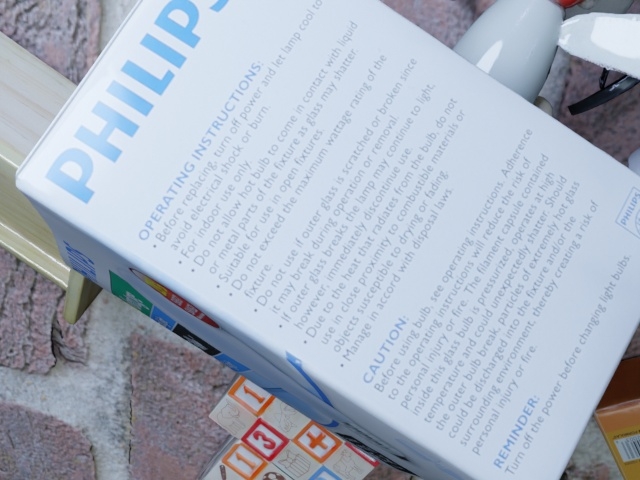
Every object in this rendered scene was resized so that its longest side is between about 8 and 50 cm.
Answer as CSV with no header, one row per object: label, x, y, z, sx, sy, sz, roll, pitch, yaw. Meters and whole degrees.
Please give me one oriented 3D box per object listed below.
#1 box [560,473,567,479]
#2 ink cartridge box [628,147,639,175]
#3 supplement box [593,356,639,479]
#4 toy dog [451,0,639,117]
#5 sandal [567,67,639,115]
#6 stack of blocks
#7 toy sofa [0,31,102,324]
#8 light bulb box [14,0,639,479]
box,0.204,0.353,1.025,0.136,0.036,0.225,5,119,16
ink cartridge box,0.372,0.067,0.709,0.129,0.223,0.307,-26,106,28
supplement box,0.346,0.231,0.889,0.080,0.078,0.233,-19,109,23
toy dog,0.248,-0.197,0.634,0.161,0.220,0.333,37,127,-22
sandal,0.272,-0.164,0.721,0.179,0.067,0.040,-38,90,24
stack of blocks,-0.032,0.209,0.997,0.171,0.087,0.297,37,122,-2
toy sofa,-0.338,-0.096,0.927,0.362,0.177,0.150,34,146,-1
light bulb box,0.000,0.000,0.688,0.361,0.225,0.358,33,166,-4
